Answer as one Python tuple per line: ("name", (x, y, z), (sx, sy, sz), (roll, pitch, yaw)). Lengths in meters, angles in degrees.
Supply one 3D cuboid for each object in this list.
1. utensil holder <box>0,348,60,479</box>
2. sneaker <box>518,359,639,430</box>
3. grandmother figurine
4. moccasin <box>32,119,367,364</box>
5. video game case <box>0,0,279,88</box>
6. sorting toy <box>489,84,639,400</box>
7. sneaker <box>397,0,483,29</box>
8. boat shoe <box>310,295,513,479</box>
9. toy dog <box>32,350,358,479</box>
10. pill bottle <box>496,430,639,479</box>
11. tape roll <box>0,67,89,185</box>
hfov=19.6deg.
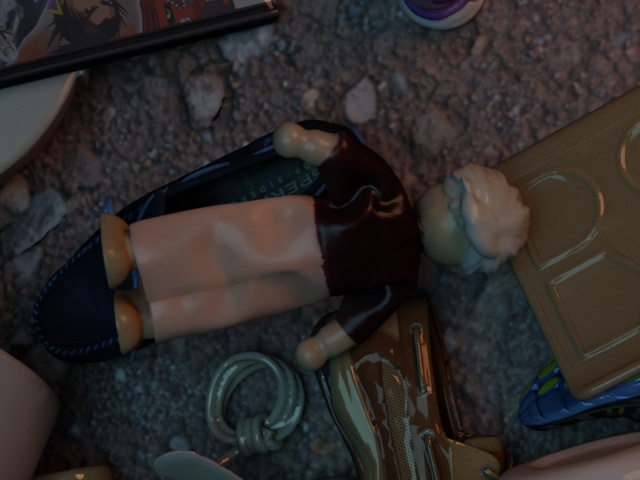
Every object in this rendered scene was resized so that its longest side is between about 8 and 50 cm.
("utensil holder", (-0.432, 0.245, 1.527), (0.328, 0.327, 0.385), (17, 71, 15))
("sneaker", (0.247, 0.129, 1.516), (0.188, 0.067, 0.078), (-17, 128, 28))
("grandmother figurine", (0.000, 0.000, 1.489), (0.342, 0.104, 0.207), (-8, 122, -3))
("moccasin", (-0.120, -0.010, 1.599), (0.342, 0.117, 0.137), (-36, 81, 13))
("video game case", (-0.198, -0.278, 1.606), (0.275, 0.035, 0.248), (-15, 86, -10))
("sorting toy", (0.298, -0.031, 1.494), (0.307, 0.041, 0.229), (-29, 62, 14))
("sneaker", (0.114, -0.295, 1.537), (0.095, 0.104, 0.236), (15, 94, 17))
("boat shoe", (0.098, 0.197, 1.538), (0.120, 0.122, 0.324), (-22, 85, 12))
("toy dog", (-0.134, 0.254, 1.580), (0.334, 0.161, 0.220), (-33, 81, 16))
("pill bottle", (0.255, 0.320, 1.456), (0.181, 0.181, 0.323), (-16, 89, 16))
("tape roll", (-0.392, -0.205, 1.624), (0.392, 0.072, 0.392), (1, 83, -7))
